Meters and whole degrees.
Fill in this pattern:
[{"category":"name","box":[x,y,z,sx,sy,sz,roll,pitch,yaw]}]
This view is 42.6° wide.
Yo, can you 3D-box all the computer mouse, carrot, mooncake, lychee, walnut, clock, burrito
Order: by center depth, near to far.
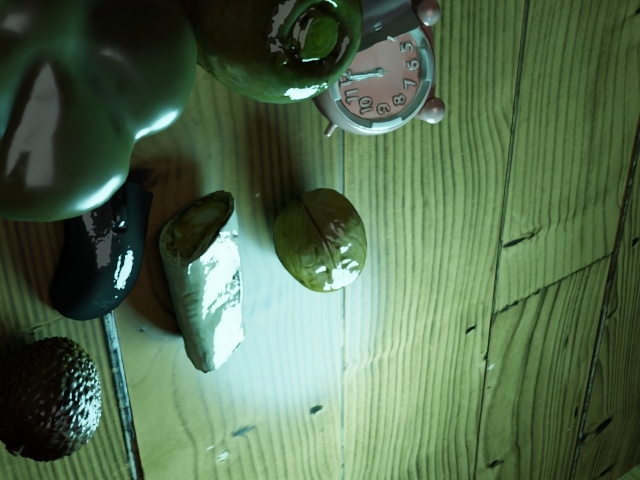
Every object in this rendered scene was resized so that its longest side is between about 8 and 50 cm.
[{"category":"mooncake","box":[-0.357,-0.247,0.872,0.467,0.262,0.467,-29,126,-48]},{"category":"carrot","box":[-0.106,-0.321,1.087,0.224,0.341,0.224,-25,131,-31]},{"category":"lychee","box":[-0.427,0.246,1.260,0.194,0.194,0.194,-20,126,-31]},{"category":"computer mouse","box":[-0.331,0.020,1.277,0.147,0.088,0.264,-8,116,-40]},{"category":"burrito","box":[-0.197,0.072,1.403,0.143,0.105,0.299,-29,130,-37]},{"category":"clock","box":[0.076,-0.295,1.405,0.241,0.142,0.227,-17,114,-21]},{"category":"walnut","box":[0.000,0.000,1.486,0.167,0.167,0.207,-38,135,-17]}]

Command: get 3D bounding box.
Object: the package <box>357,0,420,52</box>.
[{"category":"package","box":[0.018,-0.405,1.272,0.204,0.062,0.250,-29,95,-18]}]
